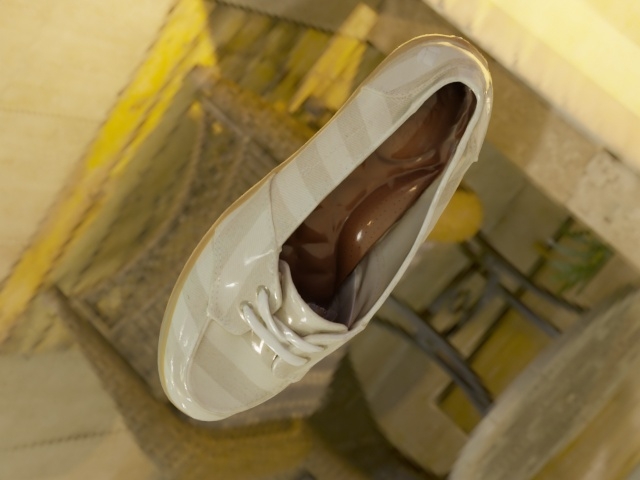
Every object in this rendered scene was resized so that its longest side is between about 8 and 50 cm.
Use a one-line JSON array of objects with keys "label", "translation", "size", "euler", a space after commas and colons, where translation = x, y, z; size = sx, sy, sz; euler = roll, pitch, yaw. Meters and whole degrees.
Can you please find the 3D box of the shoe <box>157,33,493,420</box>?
[{"label": "shoe", "translation": [0.000, 0.000, 0.664], "size": [0.219, 0.076, 0.058], "euler": [-52, -160, 12]}]
